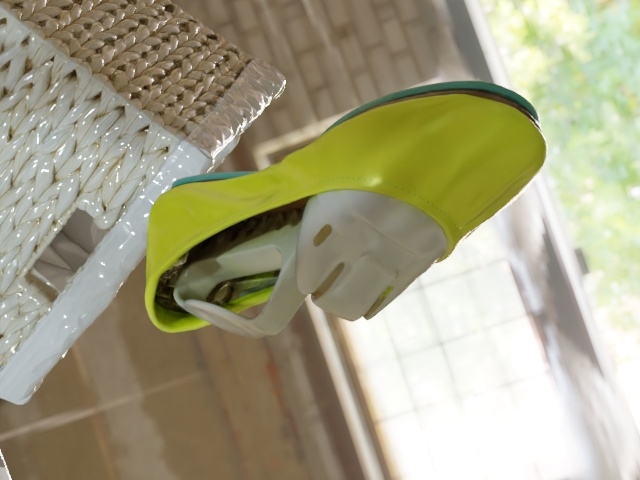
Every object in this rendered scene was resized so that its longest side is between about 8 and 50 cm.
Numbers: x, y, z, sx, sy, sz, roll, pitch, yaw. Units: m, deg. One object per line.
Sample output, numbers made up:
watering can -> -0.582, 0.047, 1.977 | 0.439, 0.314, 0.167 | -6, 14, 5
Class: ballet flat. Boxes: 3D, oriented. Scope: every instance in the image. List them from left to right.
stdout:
ballet flat -> 0.000, 0.000, 0.675 | 0.077, 0.231, 0.077 | 34, -119, -30

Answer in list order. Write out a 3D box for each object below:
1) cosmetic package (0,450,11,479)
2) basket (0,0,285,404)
cosmetic package -> -0.157, 0.150, 0.358 | 0.365, 0.197, 0.155 | 65, -162, 13
basket -> -0.253, -0.084, 1.581 | 0.266, 0.328, 0.331 | 39, -158, -3
